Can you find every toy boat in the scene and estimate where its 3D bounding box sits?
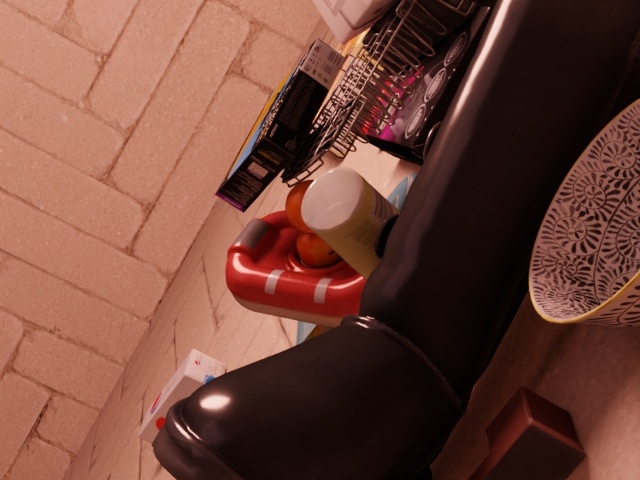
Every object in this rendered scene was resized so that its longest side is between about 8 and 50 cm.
[{"bbox_3d":[0.000,0.000,1.155,0.151,0.231,0.151,-56,-35,-44],"label":"toy boat"}]

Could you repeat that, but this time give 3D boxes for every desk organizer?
[{"bbox_3d":[0.124,0.170,0.722,0.130,0.047,0.050,-56,11,22],"label":"desk organizer"}]

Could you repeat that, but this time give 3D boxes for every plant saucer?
[{"bbox_3d":[-0.011,0.098,1.481,0.067,0.018,0.192,-56,14,23],"label":"plant saucer"}]

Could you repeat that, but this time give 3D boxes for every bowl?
[{"bbox_3d":[0.216,-0.006,0.658,0.170,0.080,0.170,-57,13,20],"label":"bowl"}]

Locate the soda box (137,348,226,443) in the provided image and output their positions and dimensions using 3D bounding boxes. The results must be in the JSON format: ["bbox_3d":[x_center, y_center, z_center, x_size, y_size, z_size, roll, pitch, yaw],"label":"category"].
[{"bbox_3d":[-0.255,0.296,1.890,0.216,0.073,0.069,-52,16,36],"label":"soda box"}]

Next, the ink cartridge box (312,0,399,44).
[{"bbox_3d":[0.098,-0.364,1.271,0.207,0.117,0.283,-33,4,-5],"label":"ink cartridge box"}]

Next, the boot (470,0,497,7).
[{"bbox_3d":[0.217,-0.294,0.857,0.348,0.260,0.131,-46,20,52],"label":"boot"}]

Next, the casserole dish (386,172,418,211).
[{"bbox_3d":[0.086,-0.012,1.292,0.188,0.037,0.114,-51,17,37],"label":"casserole dish"}]

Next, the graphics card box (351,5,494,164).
[{"bbox_3d":[0.159,-0.206,1.293,0.233,0.094,0.371,-60,14,4],"label":"graphics card box"}]

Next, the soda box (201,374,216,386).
[{"bbox_3d":[-0.141,0.277,1.355,0.071,0.067,0.210,-75,0,-50],"label":"soda box"}]

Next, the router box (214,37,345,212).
[{"bbox_3d":[-0.047,-0.133,1.196,0.133,0.046,0.179,-43,18,49],"label":"router box"}]

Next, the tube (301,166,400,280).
[{"bbox_3d":[0.069,0.018,0.927,0.070,0.240,0.062,-34,50,15],"label":"tube"}]

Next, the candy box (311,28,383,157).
[{"bbox_3d":[0.069,-0.315,1.894,0.317,0.087,0.183,-61,13,5],"label":"candy box"}]

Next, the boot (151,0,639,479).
[{"bbox_3d":[0.092,-0.014,0.743,0.445,0.146,0.367,-59,-19,4],"label":"boot"}]

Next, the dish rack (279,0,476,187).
[{"bbox_3d":[0.056,-0.171,1.185,0.272,0.074,0.208,-59,10,-19],"label":"dish rack"}]

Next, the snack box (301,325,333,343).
[{"bbox_3d":[-0.024,0.204,1.182,0.207,0.070,0.174,-50,15,35],"label":"snack box"}]
